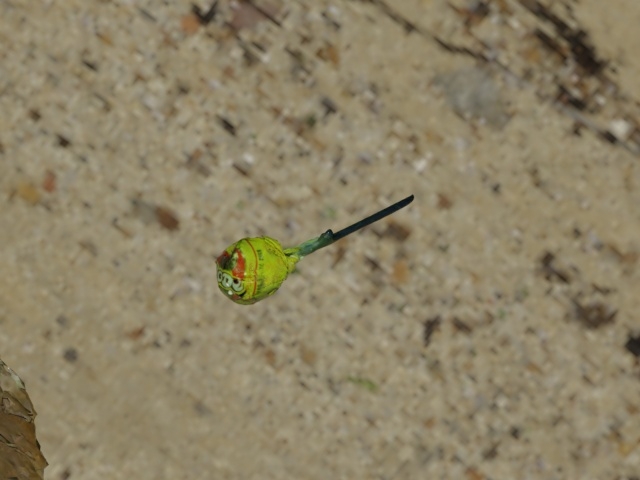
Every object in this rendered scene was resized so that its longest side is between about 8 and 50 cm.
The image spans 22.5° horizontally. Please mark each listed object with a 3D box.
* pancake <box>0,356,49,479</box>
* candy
[{"bbox_3d":[-0.243,0.085,0.567,0.356,0.065,0.356,28,36,-23],"label":"pancake"},{"bbox_3d":[0.000,0.000,0.856,0.123,0.035,0.035,-23,77,-21],"label":"candy"}]
